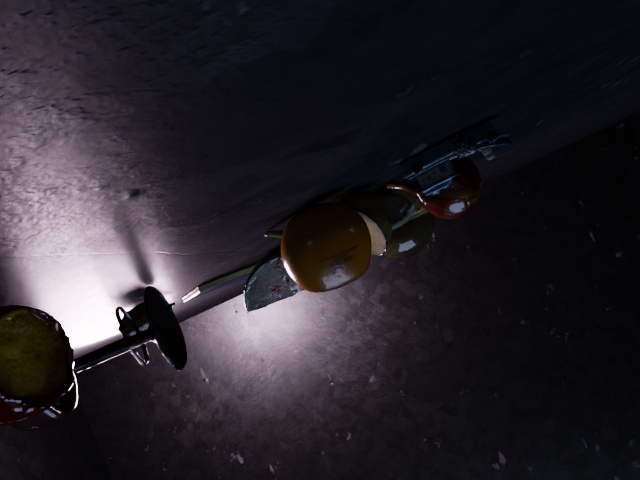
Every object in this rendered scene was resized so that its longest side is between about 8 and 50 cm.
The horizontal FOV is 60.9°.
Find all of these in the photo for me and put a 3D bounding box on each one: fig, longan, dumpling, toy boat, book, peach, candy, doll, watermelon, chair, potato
[{"bbox_3d":[0.294,-0.134,1.379,0.207,0.175,0.175,-3,170,-12],"label":"fig"},{"bbox_3d":[0.279,-0.050,1.902,0.246,0.215,0.246,-33,145,-27],"label":"longan"},{"bbox_3d":[0.167,-0.076,1.507,0.149,0.104,0.217,-17,-163,-12],"label":"dumpling"},{"bbox_3d":[0.303,-0.178,1.205,0.238,0.098,0.109,-27,178,20],"label":"toy boat"},{"bbox_3d":[-0.360,0.154,2.012,0.269,0.025,0.191,-21,175,-34],"label":"book"},{"bbox_3d":[-0.479,0.189,0.836,0.226,0.196,0.189,-35,-155,54],"label":"peach"},{"bbox_3d":[-0.538,0.244,1.699,0.143,0.101,0.271,-30,-178,-4],"label":"candy"},{"bbox_3d":[0.000,0.000,1.270,0.214,0.213,0.236,-23,-149,-14],"label":"doll"},{"bbox_3d":[-0.135,0.123,1.852,0.305,0.180,0.224,-23,161,7],"label":"watermelon"},{"bbox_3d":[-0.558,0.289,1.334,0.401,0.226,0.226,-23,175,-3],"label":"chair"},{"bbox_3d":[0.112,-0.063,1.373,0.117,0.182,0.202,-55,147,-22],"label":"potato"}]

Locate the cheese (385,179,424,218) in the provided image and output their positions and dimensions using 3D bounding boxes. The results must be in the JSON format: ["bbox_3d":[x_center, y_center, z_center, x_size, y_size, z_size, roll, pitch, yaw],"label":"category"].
[{"bbox_3d":[0.325,-0.145,1.638,0.384,0.104,0.384,-24,176,-2],"label":"cheese"}]
